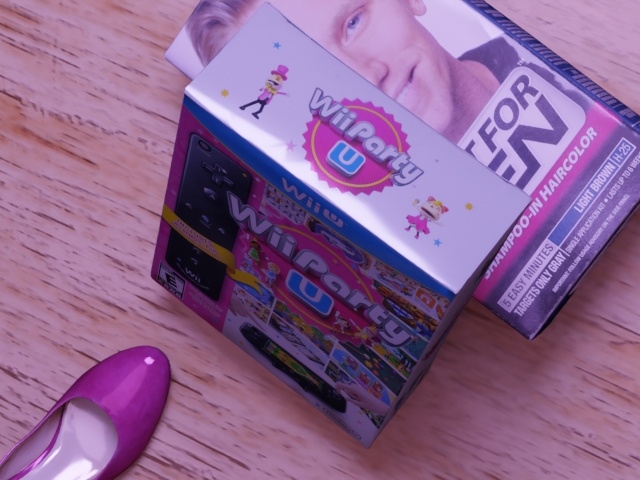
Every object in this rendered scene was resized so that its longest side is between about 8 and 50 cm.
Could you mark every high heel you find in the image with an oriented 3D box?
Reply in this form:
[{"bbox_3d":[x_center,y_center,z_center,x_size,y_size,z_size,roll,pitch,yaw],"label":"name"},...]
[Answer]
[{"bbox_3d":[-0.218,0.178,1.490,0.244,0.117,0.082,-41,85,15],"label":"high heel"}]

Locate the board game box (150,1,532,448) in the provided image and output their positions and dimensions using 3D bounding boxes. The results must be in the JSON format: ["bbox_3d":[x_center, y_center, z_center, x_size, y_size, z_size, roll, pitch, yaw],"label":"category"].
[{"bbox_3d":[0.000,0.000,1.324,0.224,0.303,0.097,37,64,8],"label":"board game box"}]

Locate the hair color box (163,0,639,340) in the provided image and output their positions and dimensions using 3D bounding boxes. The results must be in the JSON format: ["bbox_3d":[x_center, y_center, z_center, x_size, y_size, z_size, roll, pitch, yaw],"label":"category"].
[{"bbox_3d":[0.075,-0.101,1.389,0.347,0.105,0.174,38,104,9],"label":"hair color box"}]
